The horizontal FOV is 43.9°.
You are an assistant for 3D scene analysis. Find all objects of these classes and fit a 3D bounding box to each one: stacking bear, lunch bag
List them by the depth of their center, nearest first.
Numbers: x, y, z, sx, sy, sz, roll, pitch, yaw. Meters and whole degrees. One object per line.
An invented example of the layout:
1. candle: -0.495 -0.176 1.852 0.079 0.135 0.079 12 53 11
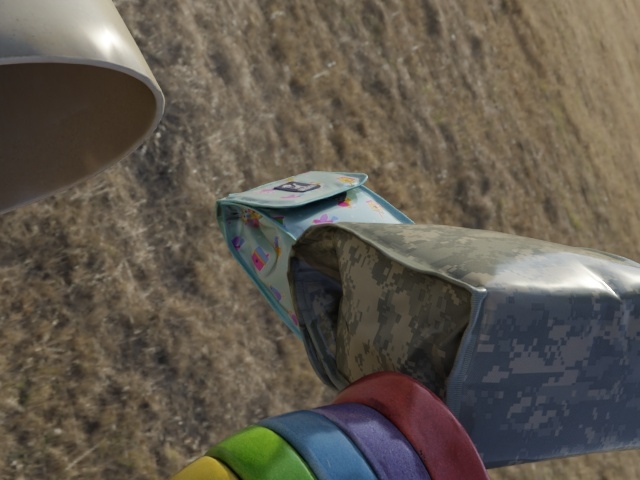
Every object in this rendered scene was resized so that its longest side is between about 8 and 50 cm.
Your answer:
1. stacking bear: -0.048 0.201 0.479 0.289 0.164 0.175 -19 51 -29
2. lunch bag: 0.126 0.069 0.700 0.235 0.287 0.168 1 105 -28
3. lunch bag: 0.000 0.000 1.160 0.262 0.160 0.223 45 41 19

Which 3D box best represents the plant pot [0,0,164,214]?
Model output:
1. plant pot: -0.266 -0.168 0.487 0.256 0.257 0.274 -9 75 -61
